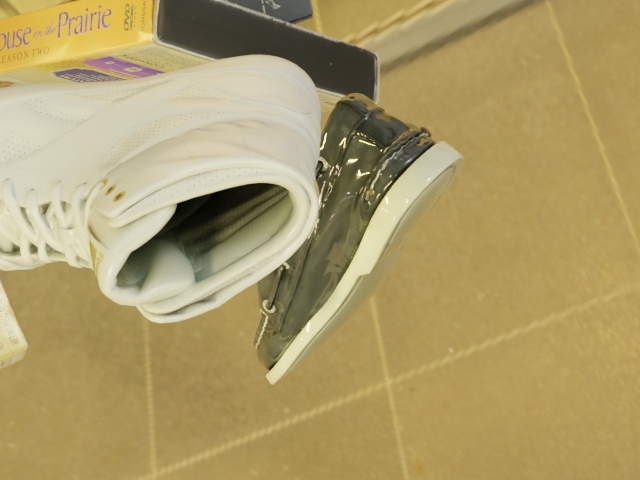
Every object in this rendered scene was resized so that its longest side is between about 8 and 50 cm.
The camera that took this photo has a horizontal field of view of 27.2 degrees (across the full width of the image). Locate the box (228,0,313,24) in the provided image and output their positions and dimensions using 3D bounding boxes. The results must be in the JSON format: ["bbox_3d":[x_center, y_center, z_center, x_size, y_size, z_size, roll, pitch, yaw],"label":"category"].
[{"bbox_3d":[-0.111,-0.402,1.847,0.059,0.232,0.183,4,22,44],"label":"box"}]

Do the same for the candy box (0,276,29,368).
[{"bbox_3d":[-0.452,0.080,1.222,0.316,0.087,0.183,-21,82,-21],"label":"candy box"}]

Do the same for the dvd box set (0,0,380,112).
[{"bbox_3d":[-0.194,-0.171,1.362,0.420,0.308,0.062,-3,82,42],"label":"dvd box set"}]

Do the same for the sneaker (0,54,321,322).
[{"bbox_3d":[-0.141,-0.019,0.750,0.292,0.108,0.169,-16,28,6],"label":"sneaker"}]

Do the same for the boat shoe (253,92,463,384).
[{"bbox_3d":[-0.002,0.002,1.081,0.113,0.340,0.127,43,59,8],"label":"boat shoe"}]
